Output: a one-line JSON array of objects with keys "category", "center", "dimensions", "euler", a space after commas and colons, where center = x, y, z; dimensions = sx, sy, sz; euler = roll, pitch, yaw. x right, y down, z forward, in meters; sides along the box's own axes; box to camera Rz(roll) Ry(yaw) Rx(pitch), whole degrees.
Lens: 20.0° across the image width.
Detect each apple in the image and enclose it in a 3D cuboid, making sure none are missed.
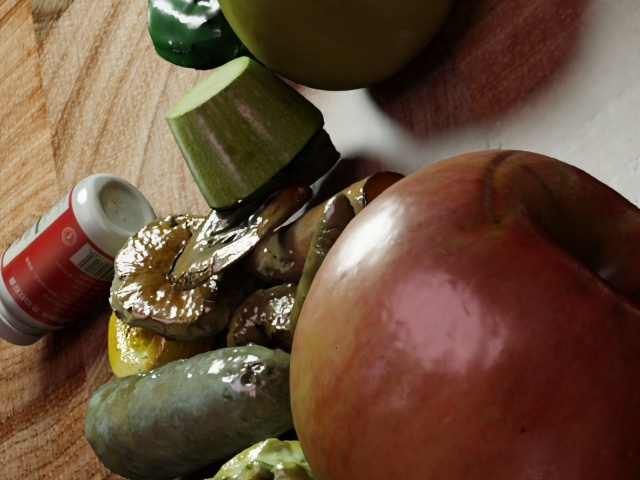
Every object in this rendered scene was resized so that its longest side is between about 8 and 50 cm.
[{"category": "apple", "center": [0.015, -0.318, 2.030], "dimensions": [0.292, 0.254, 0.292], "euler": [-27, 52, 41]}, {"category": "apple", "center": [0.147, 0.113, 1.495], "dimensions": [0.364, 0.364, 0.364], "euler": [-31, 46, 37]}]

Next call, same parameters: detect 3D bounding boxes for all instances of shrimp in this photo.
[{"category": "shrimp", "center": [-0.071, -0.031, 2.031], "dimensions": [0.253, 0.058, 0.173], "euler": [-41, 15, -6]}]

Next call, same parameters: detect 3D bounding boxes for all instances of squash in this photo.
[{"category": "squash", "center": [-0.089, -0.127, 2.040], "dimensions": [0.170, 0.123, 0.170], "euler": [-33, 17, 12]}]

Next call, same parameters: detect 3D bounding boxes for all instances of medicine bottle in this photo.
[{"category": "medicine bottle", "center": [-0.328, 0.028, 2.346], "dimensions": [0.250, 0.131, 0.131], "euler": [-38, 41, 30]}]

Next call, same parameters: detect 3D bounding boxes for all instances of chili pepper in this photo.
[{"category": "chili pepper", "center": [-0.142, -0.307, 2.304], "dimensions": [0.261, 0.165, 0.174], "euler": [27, 108, 52]}]

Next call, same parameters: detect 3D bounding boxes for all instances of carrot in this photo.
[{"category": "carrot", "center": [0.000, 0.000, 1.975], "dimensions": [0.263, 0.102, 0.102], "euler": [-21, 52, 45]}]

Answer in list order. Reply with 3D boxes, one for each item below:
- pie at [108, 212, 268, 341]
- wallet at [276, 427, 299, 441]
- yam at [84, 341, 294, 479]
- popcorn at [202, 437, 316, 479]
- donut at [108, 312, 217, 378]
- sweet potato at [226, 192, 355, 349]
[{"category": "pie", "center": [-0.156, 0.044, 2.112], "dimensions": [0.195, 0.046, 0.195], "euler": [-10, 46, 10]}, {"category": "wallet", "center": [-0.013, 0.245, 1.889], "dimensions": [0.095, 0.026, 0.176], "euler": [-50, 33, 25]}, {"category": "yam", "center": [-0.126, 0.186, 1.976], "dimensions": [0.330, 0.133, 0.133], "euler": [-21, 52, 46]}, {"category": "popcorn", "center": [-0.023, 0.295, 1.727], "dimensions": [0.221, 0.183, 0.204], "euler": [4, 89, 38]}, {"category": "donut", "center": [-0.198, 0.107, 2.182], "dimensions": [0.162, 0.065, 0.178], "euler": [-54, 37, 12]}, {"category": "sweet potato", "center": [-0.004, 0.069, 1.907], "dimensions": [0.098, 0.124, 0.310], "euler": [-53, 2, -34]}]
